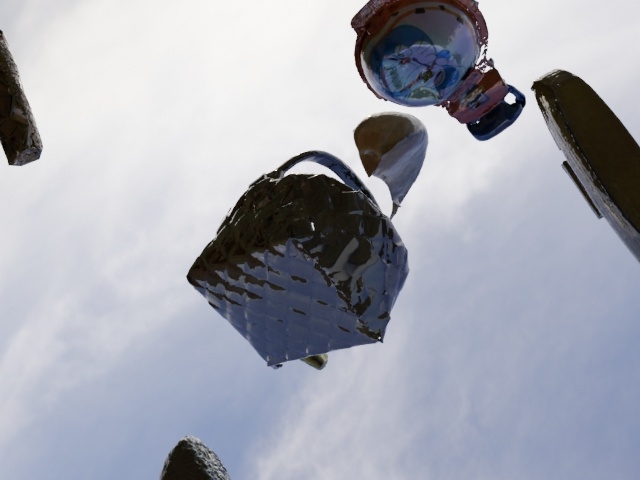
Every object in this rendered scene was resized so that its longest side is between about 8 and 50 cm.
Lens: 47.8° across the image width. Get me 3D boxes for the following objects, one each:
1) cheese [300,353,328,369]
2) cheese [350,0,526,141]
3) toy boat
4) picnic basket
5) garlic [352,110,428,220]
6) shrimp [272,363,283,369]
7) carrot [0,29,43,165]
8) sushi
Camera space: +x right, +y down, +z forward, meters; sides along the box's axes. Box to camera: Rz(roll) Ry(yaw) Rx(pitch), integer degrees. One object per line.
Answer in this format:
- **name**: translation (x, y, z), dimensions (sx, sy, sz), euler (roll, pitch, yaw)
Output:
- **cheese**: translation (-0.023, 0.222, 1.427), dimensions (0.083, 0.030, 0.044), euler (28, -147, 11)
- **cheese**: translation (0.189, -0.273, 1.133), dimensions (0.217, 0.329, 0.129), euler (-37, -144, 32)
- **toy boat**: translation (0.399, -0.105, 1.014), dimensions (0.089, 0.121, 0.321), euler (-30, -106, 3)
- **picnic basket**: translation (0.000, 0.000, 1.149), dimensions (0.337, 0.293, 0.337), euler (-34, -160, 14)
- **garlic**: translation (0.156, -0.181, 1.662), dimensions (0.151, 0.338, 0.196), euler (22, -101, 18)
- **shrimp**: translation (-0.133, 0.243, 1.748), dimensions (0.051, 0.217, 0.150), euler (-24, -101, -19)
- **carrot**: translation (-0.462, -0.214, 1.048), dimensions (0.069, 0.069, 0.228), euler (-27, -100, 15)
- **sushi**: translation (-0.278, 0.550, 1.648), dimensions (0.126, 0.136, 0.225), euler (-52, -143, -9)
